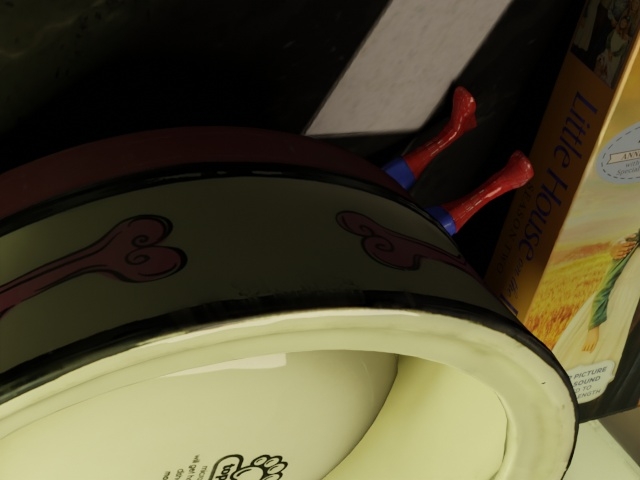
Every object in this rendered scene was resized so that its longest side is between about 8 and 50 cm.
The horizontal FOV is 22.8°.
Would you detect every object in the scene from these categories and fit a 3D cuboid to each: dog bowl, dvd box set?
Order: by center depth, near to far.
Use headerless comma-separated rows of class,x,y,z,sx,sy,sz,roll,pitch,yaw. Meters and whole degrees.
dog bowl,-0.079,0.103,0.848,0.408,0.150,0.408,-14,144,-10
dvd box set,0.278,-0.038,1.196,0.307,0.062,0.420,-9,132,-32

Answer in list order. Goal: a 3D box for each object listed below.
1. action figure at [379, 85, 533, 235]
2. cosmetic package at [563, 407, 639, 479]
action figure,0.000,0.000,0.981,0.280,0.091,0.139,-37,162,-8
cosmetic package,0.239,0.336,1.654,0.230,0.161,0.453,-10,143,-49
